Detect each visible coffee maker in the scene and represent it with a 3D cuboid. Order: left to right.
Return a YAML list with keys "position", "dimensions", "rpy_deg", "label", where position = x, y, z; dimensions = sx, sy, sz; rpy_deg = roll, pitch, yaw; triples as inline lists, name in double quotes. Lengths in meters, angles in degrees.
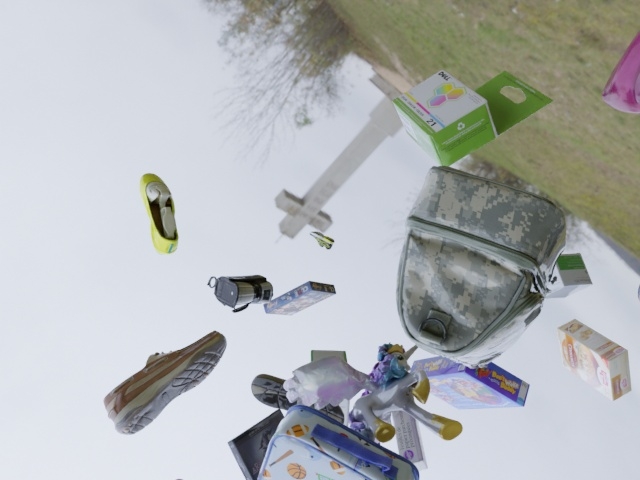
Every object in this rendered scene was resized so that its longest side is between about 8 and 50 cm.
- position: [-0.288, 0.173, 2.117]
  dimensions: [0.178, 0.120, 0.171]
  rpy_deg: [2, -144, -49]
  label: "coffee maker"

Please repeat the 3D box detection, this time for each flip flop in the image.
- position: [-0.059, 0.441, 1.603]
  dimensions: [0.277, 0.112, 0.080]
  rpy_deg: [20, -165, 11]
  label: "flip flop"

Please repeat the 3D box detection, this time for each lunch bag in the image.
- position: [0.037, 0.460, 1.112]
  dimensions: [0.304, 0.243, 0.115]
  rpy_deg: [25, -148, 10]
  label: "lunch bag"
- position: [0.236, 0.064, 0.888]
  dimensions: [0.213, 0.255, 0.305]
  rpy_deg: [24, 176, 25]
  label: "lunch bag"

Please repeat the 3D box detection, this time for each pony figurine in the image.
- position: [0.125, 0.398, 1.369]
  dimensions: [0.302, 0.351, 0.363]
  rpy_deg: [56, -178, -16]
  label: "pony figurine"

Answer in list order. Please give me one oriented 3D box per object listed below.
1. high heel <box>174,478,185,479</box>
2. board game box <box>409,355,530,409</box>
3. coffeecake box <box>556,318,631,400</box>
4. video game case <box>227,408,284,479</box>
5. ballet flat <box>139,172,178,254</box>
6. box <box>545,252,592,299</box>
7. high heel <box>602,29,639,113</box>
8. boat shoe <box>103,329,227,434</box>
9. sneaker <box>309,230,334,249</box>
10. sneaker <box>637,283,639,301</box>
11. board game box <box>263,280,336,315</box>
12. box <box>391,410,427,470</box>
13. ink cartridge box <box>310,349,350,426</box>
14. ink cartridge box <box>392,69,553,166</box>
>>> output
- position: [-0.248, 0.613, 1.384]
  dimensions: [0.244, 0.117, 0.082]
  rpy_deg: [21, 155, 40]
  label: "high heel"
- position: [0.478, 0.470, 1.913]
  dimensions: [0.234, 0.347, 0.078]
  rpy_deg: [32, -116, -11]
  label: "board game box"
- position: [0.741, 0.321, 1.568]
  dimensions: [0.185, 0.068, 0.142]
  rpy_deg: [42, 154, 62]
  label: "coffeecake box"
- position: [-0.089, 0.554, 1.348]
  dimensions: [0.196, 0.026, 0.274]
  rpy_deg: [-13, -108, -60]
  label: "video game case"
- position: [-0.380, -0.077, 1.386]
  dimensions: [0.077, 0.077, 0.230]
  rpy_deg: [-4, -114, -31]
  label: "ballet flat"
- position: [0.575, 0.088, 1.400]
  dimensions: [0.101, 0.102, 0.087]
  rpy_deg: [-1, -114, -26]
  label: "box"
- position: [0.535, -0.365, 0.824]
  dimensions: [0.127, 0.377, 0.181]
  rpy_deg: [25, -174, -17]
  label: "high heel"
- position: [-0.368, 0.312, 1.374]
  dimensions: [0.116, 0.123, 0.324]
  rpy_deg: [37, -126, 25]
  label: "boat shoe"
- position: [0.000, 0.000, 1.662]
  dimensions: [0.083, 0.035, 0.031]
  rpy_deg: [27, -161, 28]
  label: "sneaker"
- position: [0.734, 0.049, 1.191]
  dimensions: [0.083, 0.221, 0.087]
  rpy_deg: [32, -163, 35]
  label: "sneaker"
- position: [-0.082, 0.231, 2.277]
  dimensions: [0.165, 0.243, 0.042]
  rpy_deg: [14, -127, -52]
  label: "board game box"
- position: [0.234, 0.479, 1.622]
  dimensions: [0.323, 0.063, 0.067]
  rpy_deg: [-96, -17, -44]
  label: "box"
- position: [0.024, 0.521, 1.817]
  dimensions: [0.122, 0.288, 0.211]
  rpy_deg: [1, -161, -3]
  label: "ink cartridge box"
- position: [0.306, -0.286, 1.187]
  dimensions: [0.097, 0.255, 0.188]
  rpy_deg: [55, -176, -39]
  label: "ink cartridge box"
